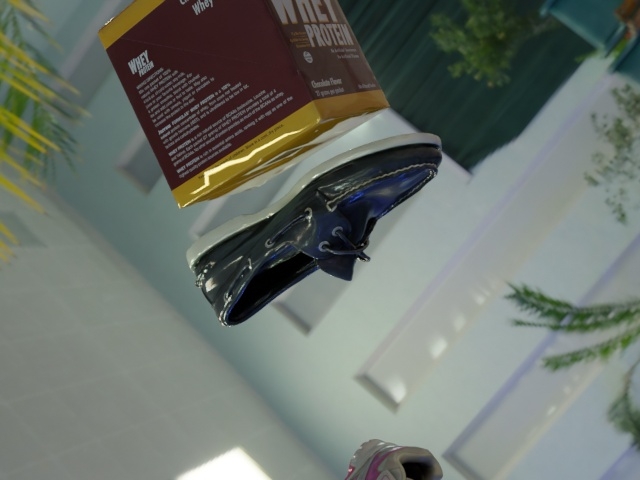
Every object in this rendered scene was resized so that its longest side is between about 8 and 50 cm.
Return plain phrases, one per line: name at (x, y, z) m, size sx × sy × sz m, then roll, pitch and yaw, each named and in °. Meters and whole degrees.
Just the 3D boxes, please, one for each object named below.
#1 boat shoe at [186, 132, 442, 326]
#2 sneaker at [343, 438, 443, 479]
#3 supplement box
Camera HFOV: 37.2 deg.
boat shoe at (-0.003, 0.000, 1.037) m, size 0.127 × 0.340 × 0.113 m, roll 19°, pitch -130°, yaw -58°
sneaker at (0.068, 0.328, 1.164) m, size 0.103 × 0.111 × 0.252 m, roll 57°, pitch -140°, yaw -14°
supplement box at (-0.075, -0.165, 0.916) m, size 0.129 × 0.191 × 0.194 m, roll -22°, pitch -95°, yaw -56°
